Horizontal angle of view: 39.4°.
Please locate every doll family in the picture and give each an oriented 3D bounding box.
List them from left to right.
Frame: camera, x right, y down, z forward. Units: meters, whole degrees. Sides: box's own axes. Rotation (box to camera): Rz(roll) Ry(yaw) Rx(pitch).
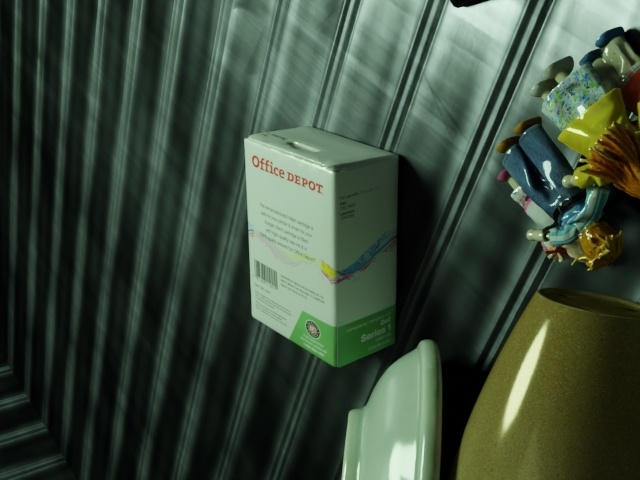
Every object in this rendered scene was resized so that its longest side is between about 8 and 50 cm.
[{"bbox_3d":[0.249,-0.063,0.854,0.163,0.118,0.263,56,143,25],"label":"doll family"}]

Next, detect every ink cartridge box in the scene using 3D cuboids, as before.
[{"bbox_3d":[0.000,0.000,1.224,0.201,0.117,0.278,25,123,47],"label":"ink cartridge box"}]

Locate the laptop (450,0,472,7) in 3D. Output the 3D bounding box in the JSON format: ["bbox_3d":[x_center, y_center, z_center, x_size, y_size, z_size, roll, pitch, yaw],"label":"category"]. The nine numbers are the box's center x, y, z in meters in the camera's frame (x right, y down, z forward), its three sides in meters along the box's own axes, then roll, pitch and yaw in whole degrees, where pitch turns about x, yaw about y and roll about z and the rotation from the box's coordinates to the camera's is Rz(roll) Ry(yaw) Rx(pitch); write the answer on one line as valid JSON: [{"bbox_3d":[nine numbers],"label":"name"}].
[{"bbox_3d":[0.242,-0.452,0.795,0.408,0.236,0.382,-151,49,-81],"label":"laptop"}]

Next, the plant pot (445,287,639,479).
[{"bbox_3d":[0.252,0.183,0.893,0.237,0.237,0.254,18,102,50],"label":"plant pot"}]

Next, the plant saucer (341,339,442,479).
[{"bbox_3d":[0.071,0.313,1.062,0.400,0.101,0.400,7,-90,-86],"label":"plant saucer"}]
